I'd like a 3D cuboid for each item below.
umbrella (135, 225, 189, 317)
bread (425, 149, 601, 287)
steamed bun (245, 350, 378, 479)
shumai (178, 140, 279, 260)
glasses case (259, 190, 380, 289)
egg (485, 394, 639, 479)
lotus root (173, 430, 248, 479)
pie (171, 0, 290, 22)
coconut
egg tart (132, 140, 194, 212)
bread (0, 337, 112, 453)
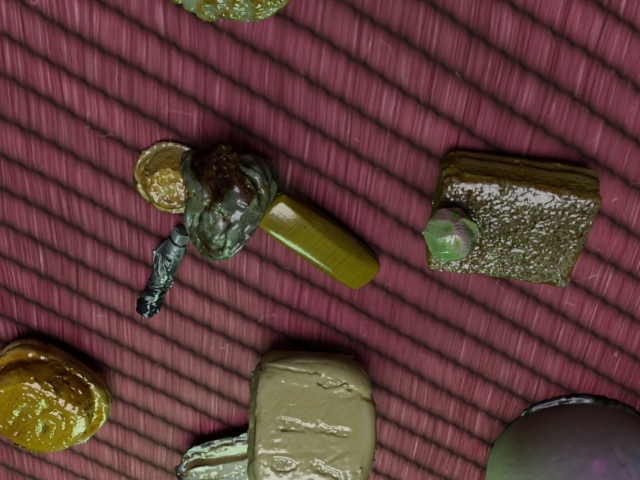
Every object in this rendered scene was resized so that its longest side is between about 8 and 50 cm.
[{"bbox_3d":[-0.268,0.055,1.404,0.050,0.046,0.188,-4,135,-45],"label":"umbrella"},{"bbox_3d":[0.289,-0.037,1.272,0.234,0.110,0.184,8,125,2],"label":"bread"},{"bbox_3d":[-0.017,0.333,1.464,0.232,0.166,0.273,1,82,-3],"label":"steamed bun"},{"bbox_3d":[-0.162,-0.066,1.242,0.184,0.184,0.142,-38,117,24],"label":"shumai"},{"bbox_3d":[0.000,0.000,1.325,0.234,0.064,0.079,35,111,-30],"label":"glasses case"},{"bbox_3d":[0.475,0.510,1.458,0.354,0.340,0.354,3,122,5],"label":"egg"},{"bbox_3d":[-0.121,0.434,1.617,0.329,0.078,0.167,-9,98,12],"label":"lotus root"},{"bbox_3d":[-0.143,-0.393,1.097,0.248,0.090,0.201,41,127,-19],"label":"pie"},{"bbox_3d":[0.188,-0.009,1.190,0.081,0.082,0.083,-14,99,25],"label":"coconut"},{"bbox_3d":[-0.238,-0.094,1.311,0.129,0.049,0.129,2,120,4],"label":"egg tart"},{"bbox_3d":[-0.505,0.289,1.525,0.236,0.120,0.198,35,116,-17],"label":"bread"}]
